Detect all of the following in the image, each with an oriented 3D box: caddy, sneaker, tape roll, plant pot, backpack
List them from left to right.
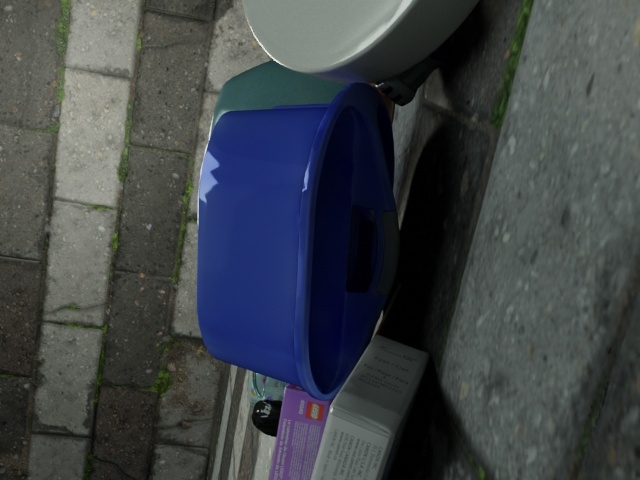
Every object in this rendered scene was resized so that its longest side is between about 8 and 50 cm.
[{"bbox_3d":[-0.062,-0.161,1.168,0.290,0.195,0.290,13,-90,-90],"label":"plant pot"},{"bbox_3d":[-0.061,0.219,1.242,0.152,0.115,0.182,112,166,-61],"label":"backpack"},{"bbox_3d":[0.000,0.000,0.818,0.241,0.179,0.341,-28,-56,-62],"label":"caddy"},{"bbox_3d":[0.044,-0.357,0.772,0.392,0.072,0.392,-7,81,51],"label":"tape roll"},{"bbox_3d":[0.111,-0.248,0.851,0.098,0.083,0.223,-36,37,36],"label":"sneaker"}]

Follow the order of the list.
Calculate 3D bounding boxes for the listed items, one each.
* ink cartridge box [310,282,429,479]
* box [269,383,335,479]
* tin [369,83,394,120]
[{"bbox_3d":[0.046,0.228,0.798,0.261,0.066,0.296,-48,-25,-60],"label":"ink cartridge box"},{"bbox_3d":[-0.021,0.298,0.953,0.201,0.057,0.293,-33,-47,-78],"label":"box"},{"bbox_3d":[0.062,-0.139,1.074,0.106,0.040,0.189,-100,20,-47],"label":"tin"}]
